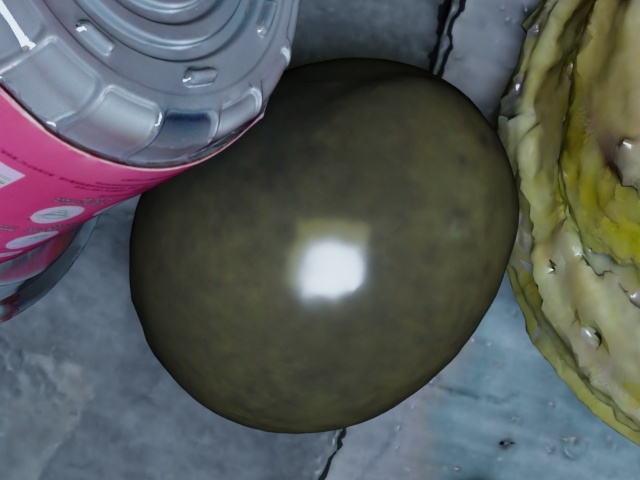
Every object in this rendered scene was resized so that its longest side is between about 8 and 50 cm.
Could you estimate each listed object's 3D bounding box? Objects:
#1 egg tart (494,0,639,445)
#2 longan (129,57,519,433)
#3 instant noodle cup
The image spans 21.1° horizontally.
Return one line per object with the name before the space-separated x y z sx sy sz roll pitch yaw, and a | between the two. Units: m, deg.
egg tart | 0.226 -0.058 0.738 0.352 0.150 0.351 -7 72 23
longan | 0.000 0.000 0.783 0.187 0.167 0.167 -32 92 7
instant noodle cup | -0.126 -0.100 0.674 0.182 0.302 0.258 -16 104 39
